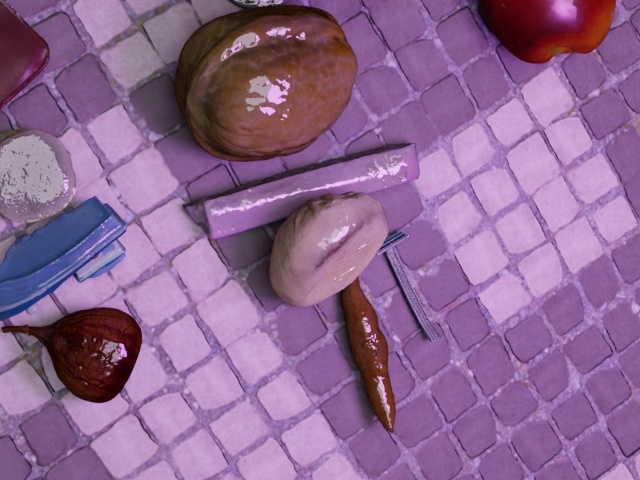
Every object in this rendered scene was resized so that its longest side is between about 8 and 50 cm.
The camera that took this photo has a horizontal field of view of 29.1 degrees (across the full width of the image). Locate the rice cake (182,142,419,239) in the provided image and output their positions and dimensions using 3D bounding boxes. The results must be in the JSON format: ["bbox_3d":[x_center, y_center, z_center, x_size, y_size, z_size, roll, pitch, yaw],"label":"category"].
[{"bbox_3d":[-0.018,-0.080,1.963,0.399,0.064,0.070,-17,103,-16],"label":"rice cake"}]

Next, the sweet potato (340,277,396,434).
[{"bbox_3d":[0.082,0.182,2.002,0.067,0.067,0.273,-16,89,-17],"label":"sweet potato"}]

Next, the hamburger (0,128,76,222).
[{"bbox_3d":[-0.432,-0.099,1.832,0.133,0.062,0.140,-16,99,-13],"label":"hamburger"}]

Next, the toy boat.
[{"bbox_3d":[-0.394,0.038,1.837,0.238,0.109,0.098,-35,136,-13],"label":"toy boat"}]

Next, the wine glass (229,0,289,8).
[{"bbox_3d":[-0.041,-0.457,1.765,0.267,0.406,0.267,0,90,-17],"label":"wine glass"}]

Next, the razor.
[{"bbox_3d":[0.148,0.081,2.035,0.068,0.037,0.191,-30,103,-19],"label":"razor"}]

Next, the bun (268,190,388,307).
[{"bbox_3d":[0.000,0.000,1.913,0.222,0.222,0.127,-40,70,-13],"label":"bun"}]

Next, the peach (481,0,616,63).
[{"bbox_3d":[0.377,-0.412,2.008,0.244,0.199,0.243,3,83,-25],"label":"peach"}]

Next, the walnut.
[{"bbox_3d":[-0.080,-0.234,1.855,0.283,0.227,0.283,-24,142,-21],"label":"walnut"}]

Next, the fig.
[{"bbox_3d":[-0.369,0.147,1.832,0.201,0.134,0.146,28,74,-8],"label":"fig"}]

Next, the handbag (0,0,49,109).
[{"bbox_3d":[-0.560,-0.281,1.754,0.275,0.084,0.260,45,67,-11],"label":"handbag"}]
